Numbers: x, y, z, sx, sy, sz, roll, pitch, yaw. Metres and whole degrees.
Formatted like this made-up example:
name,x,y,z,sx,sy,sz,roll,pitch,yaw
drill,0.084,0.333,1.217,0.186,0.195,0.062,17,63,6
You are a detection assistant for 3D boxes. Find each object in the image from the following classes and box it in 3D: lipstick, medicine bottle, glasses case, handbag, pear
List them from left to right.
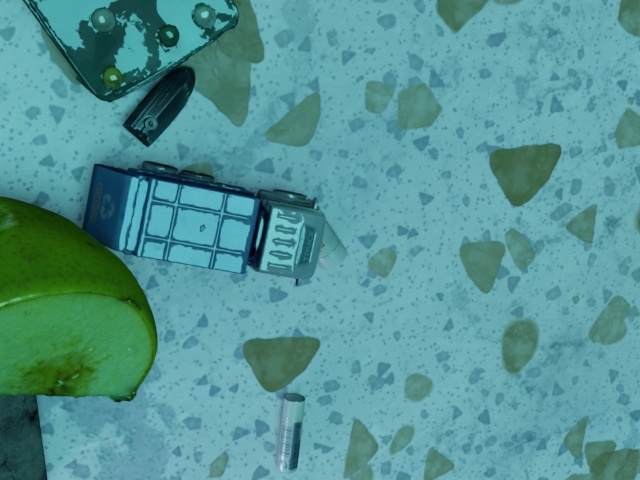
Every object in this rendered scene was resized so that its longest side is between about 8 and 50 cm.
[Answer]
name,x,y,z,sx,sy,sz,roll,pitch,yaw
glasses case,-0.499,0.282,1.490,0.114,0.060,0.299,-16,110,-38
pear,-0.416,0.059,1.341,0.342,0.318,0.238,10,118,-45
handbag,-0.285,-0.363,1.387,0.269,0.100,0.274,-33,114,-9
lipstick,-0.053,0.344,1.696,0.040,0.040,0.141,2,103,-21
medicine bottle,0.000,0.000,1.616,0.057,0.057,0.089,-39,114,-7

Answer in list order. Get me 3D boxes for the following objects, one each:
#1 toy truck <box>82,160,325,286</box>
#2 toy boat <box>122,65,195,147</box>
name,x,y,z,sx,sy,sz,roll,pitch,yaw
toy truck,-0.174,-0.027,1.470,0.367,0.175,0.146,9,98,-16
toy boat,-0.240,-0.213,1.469,0.055,0.060,0.141,42,80,-24
